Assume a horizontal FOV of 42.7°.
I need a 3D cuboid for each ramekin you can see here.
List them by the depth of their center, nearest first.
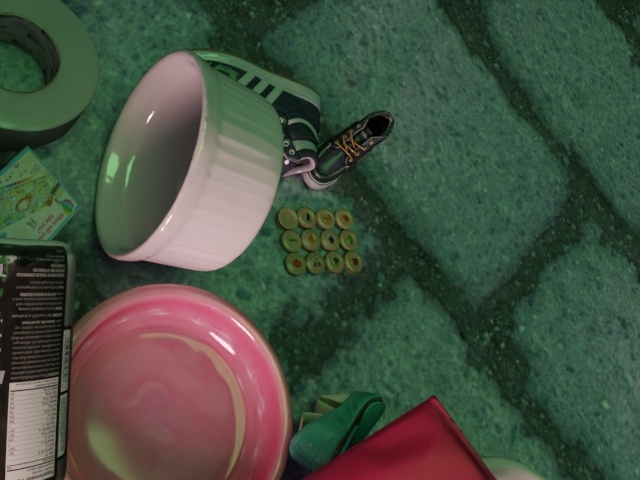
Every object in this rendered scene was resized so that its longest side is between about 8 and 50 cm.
[{"bbox_3d":[-0.169,-0.093,1.061,0.135,0.277,0.277,19,62,-37],"label":"ramekin"}]

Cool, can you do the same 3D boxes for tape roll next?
[{"bbox_3d":[-0.407,-0.229,1.070,0.219,0.072,0.219,12,67,-30],"label":"tape roll"}]

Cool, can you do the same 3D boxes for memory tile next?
[{"bbox_3d":[0.000,0.000,1.296,0.148,0.012,0.113,-1,73,-34],"label":"memory tile"}]

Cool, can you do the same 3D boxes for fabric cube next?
[{"bbox_3d":[0.088,0.386,0.969,0.258,0.259,0.254,-28,65,-17],"label":"fabric cube"}]

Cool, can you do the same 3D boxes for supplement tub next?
[{"bbox_3d":[-0.353,0.153,0.827,0.194,0.194,0.315,4,88,-33],"label":"supplement tub"}]

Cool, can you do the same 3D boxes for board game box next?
[{"bbox_3d":[-0.374,-0.034,1.007,0.103,0.026,0.154,53,35,-22],"label":"board game box"}]

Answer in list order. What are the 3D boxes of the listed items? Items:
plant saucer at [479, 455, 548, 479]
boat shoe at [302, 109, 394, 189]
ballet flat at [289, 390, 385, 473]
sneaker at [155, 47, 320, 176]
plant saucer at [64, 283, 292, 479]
[{"bbox_3d":[0.246,0.528,1.206,0.401,0.100,0.400,13,65,-30],"label":"plant saucer"},{"bbox_3d":[0.046,-0.155,1.340,0.065,0.083,0.183,51,53,-8],"label":"boat shoe"},{"bbox_3d":[0.022,0.252,1.139,0.087,0.083,0.247,28,14,15],"label":"ballet flat"},{"bbox_3d":[-0.115,-0.182,1.233,0.282,0.099,0.153,12,64,-34],"label":"sneaker"},{"bbox_3d":[-0.195,0.223,1.035,0.332,0.084,0.332,12,66,-29],"label":"plant saucer"}]
